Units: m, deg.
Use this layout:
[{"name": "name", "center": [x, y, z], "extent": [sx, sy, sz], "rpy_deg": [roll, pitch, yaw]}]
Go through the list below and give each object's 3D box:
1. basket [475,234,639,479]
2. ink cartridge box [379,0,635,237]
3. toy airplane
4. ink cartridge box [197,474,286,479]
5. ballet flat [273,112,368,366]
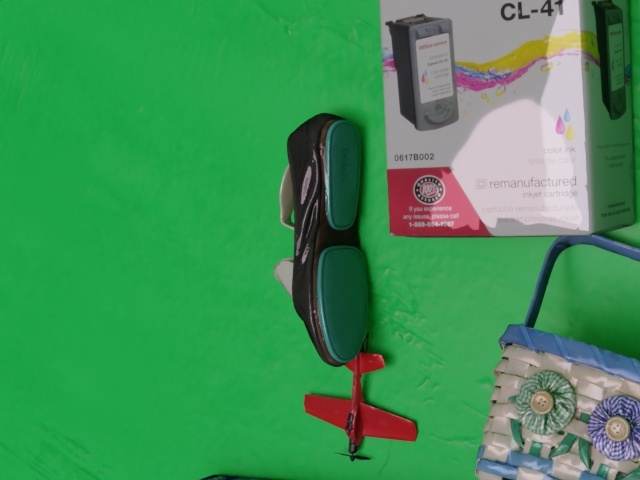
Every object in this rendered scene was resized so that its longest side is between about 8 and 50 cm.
[{"name": "basket", "center": [0.294, 0.141, 1.256], "extent": [0.255, 0.201, 0.289], "rpy_deg": [14, 65, 32]}, {"name": "ink cartridge box", "center": [0.183, -0.158, 1.323], "extent": [0.226, 0.131, 0.306], "rpy_deg": [-1, 96, 33]}, {"name": "toy airplane", "center": [0.043, 0.179, 1.509], "extent": [0.151, 0.028, 0.151], "rpy_deg": [4, 98, 30]}, {"name": "ink cartridge box", "center": [-0.048, 0.418, 1.521], "extent": [0.396, 0.151, 0.270], "rpy_deg": [-1, 95, 31]}, {"name": "ballet flat", "center": [0.000, 0.000, 1.488], "extent": [0.096, 0.095, 0.280], "rpy_deg": [-3, 83, 43]}]
